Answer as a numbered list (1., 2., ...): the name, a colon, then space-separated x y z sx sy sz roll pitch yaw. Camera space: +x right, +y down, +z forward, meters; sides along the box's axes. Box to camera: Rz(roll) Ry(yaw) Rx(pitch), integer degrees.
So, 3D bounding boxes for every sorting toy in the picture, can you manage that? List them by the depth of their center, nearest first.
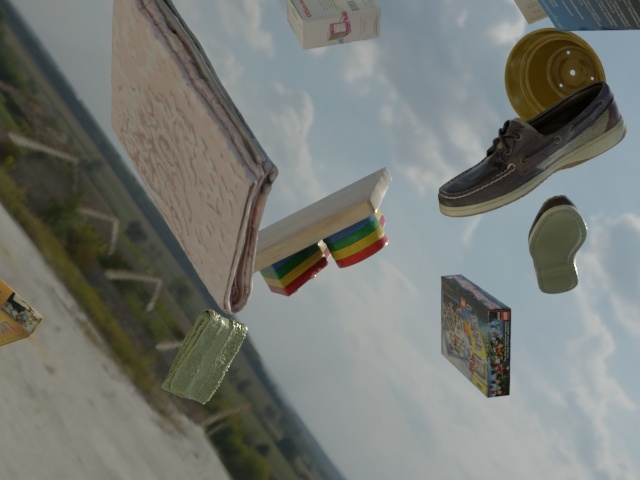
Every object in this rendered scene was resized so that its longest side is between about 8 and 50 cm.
1. sorting toy: 0.000 0.000 1.517 0.089 0.257 0.255 62 16 -9

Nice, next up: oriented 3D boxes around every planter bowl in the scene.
1. planter bowl: 0.479 -0.321 1.868 0.217 0.090 0.217 22 -54 33

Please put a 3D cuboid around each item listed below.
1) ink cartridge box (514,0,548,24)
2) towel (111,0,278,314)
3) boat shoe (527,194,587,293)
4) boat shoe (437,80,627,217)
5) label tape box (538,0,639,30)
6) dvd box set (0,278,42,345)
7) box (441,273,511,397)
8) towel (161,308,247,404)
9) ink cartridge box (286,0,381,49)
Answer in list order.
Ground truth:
1. ink cartridge box: 0.365 -0.610 1.840 0.261 0.066 0.296 33 43 -57
2. towel: -0.163 -0.111 1.146 0.331 0.053 0.317 58 -26 21
3. boat shoe: 0.341 -0.003 1.388 0.227 0.081 0.068 72 14 -56
4. boat shoe: 0.279 -0.126 1.287 0.092 0.285 0.103 65 -4 -25
5. label tape box: 0.495 -0.439 1.506 0.334 0.105 0.241 11 -16 41
6. dvd box set: -0.816 0.072 1.964 0.308 0.062 0.420 -18 -57 41
7. box: 0.279 0.168 1.721 0.233 0.044 0.159 -135 -137 -71
8. towel: -0.182 0.187 1.510 0.027 0.148 0.110 28 -1 41
9. ink cartridge box: 0.018 -0.337 1.418 0.052 0.123 0.088 93 -19 -44
